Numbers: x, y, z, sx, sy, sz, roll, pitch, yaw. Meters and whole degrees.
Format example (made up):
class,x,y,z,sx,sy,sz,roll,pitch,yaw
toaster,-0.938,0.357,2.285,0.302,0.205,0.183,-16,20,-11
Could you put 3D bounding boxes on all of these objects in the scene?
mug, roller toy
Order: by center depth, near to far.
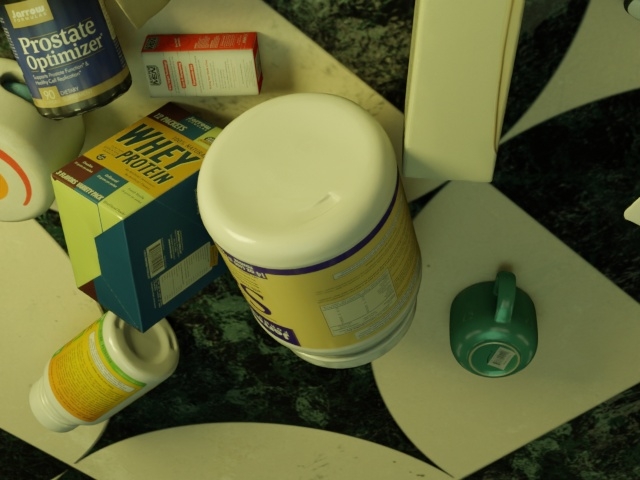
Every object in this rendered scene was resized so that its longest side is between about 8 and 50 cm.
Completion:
class,x,y,z,sx,sy,sz,roll,pitch,yaw
roller toy,-0.408,-0.131,1.412,0.191,0.146,0.209,4,139,15
mug,0.248,0.131,1.600,0.129,0.097,0.157,-18,128,22

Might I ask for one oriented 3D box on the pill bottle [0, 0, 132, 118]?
class,x,y,z,sx,sy,sz,roll,pitch,yaw
pill bottle,-0.313,-0.264,1.283,0.123,0.123,0.219,-10,117,15

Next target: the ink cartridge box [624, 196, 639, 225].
class,x,y,z,sx,sy,sz,roll,pitch,yaw
ink cartridge box,0.540,-0.138,1.305,0.207,0.119,0.353,25,129,-16

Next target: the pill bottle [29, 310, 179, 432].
class,x,y,z,sx,sy,sz,roll,pitch,yaw
pill bottle,-0.347,0.207,1.717,0.136,0.136,0.246,38,126,-25

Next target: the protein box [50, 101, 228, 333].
class,x,y,z,sx,sy,sz,roll,pitch,yaw
protein box,-0.211,-0.031,1.414,0.136,0.201,0.199,29,140,29

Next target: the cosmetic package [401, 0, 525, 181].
class,x,y,z,sx,sy,sz,roll,pitch,yaw
cosmetic package,0.160,-0.235,1.239,0.113,0.160,0.309,4,134,3

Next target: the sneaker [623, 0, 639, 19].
class,x,y,z,sx,sy,sz,roll,pitch,yaw
sneaker,0.402,-0.257,1.267,0.109,0.043,0.040,20,133,-9

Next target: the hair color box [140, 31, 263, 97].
class,x,y,z,sx,sy,sz,roll,pitch,yaw
hair color box,-0.147,-0.219,1.369,0.141,0.043,0.072,0,132,6

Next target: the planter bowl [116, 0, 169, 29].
class,x,y,z,sx,sy,sz,roll,pitch,yaw
planter bowl,-0.204,-0.332,1.212,0.109,0.162,0.162,-33,125,0

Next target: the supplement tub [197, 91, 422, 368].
class,x,y,z,sx,sy,sz,roll,pitch,yaw
supplement tub,0.000,0.000,1.388,0.241,0.241,0.331,-5,147,11
